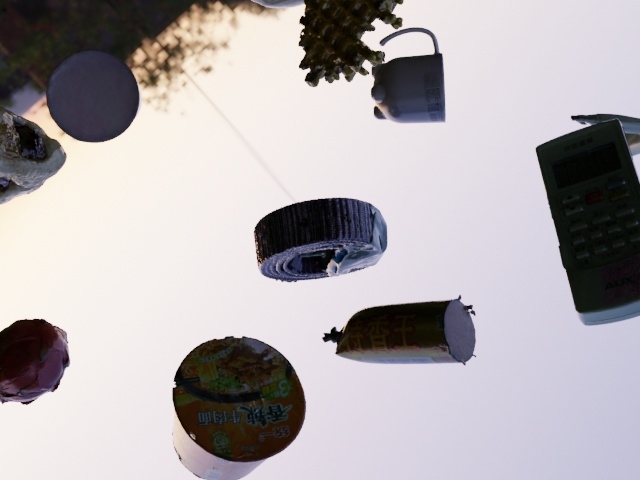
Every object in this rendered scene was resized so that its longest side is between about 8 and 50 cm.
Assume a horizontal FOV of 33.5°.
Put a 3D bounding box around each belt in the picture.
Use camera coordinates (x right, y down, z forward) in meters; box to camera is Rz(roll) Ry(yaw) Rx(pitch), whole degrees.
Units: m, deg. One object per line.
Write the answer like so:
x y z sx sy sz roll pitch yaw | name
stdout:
0.000 0.000 2.104 0.260 0.122 0.325 -4 164 -10 | belt

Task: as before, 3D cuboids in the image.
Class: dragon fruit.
-0.611 0.251 2.220 0.172 0.172 0.209 -18 -149 52 | dragon fruit

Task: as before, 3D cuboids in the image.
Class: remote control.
0.422 -0.032 1.592 0.145 0.050 0.344 -19 -132 17 | remote control

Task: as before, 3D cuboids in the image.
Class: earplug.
-0.422 -0.283 2.094 0.172 0.172 0.301 -41 -173 4 | earplug

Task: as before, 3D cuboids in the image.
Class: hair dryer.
0.584 -0.218 2.136 0.206 0.237 0.075 -27 -122 58 | hair dryer

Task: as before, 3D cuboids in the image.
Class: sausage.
0.137 0.172 2.017 0.317 0.117 0.125 -5 -123 36 | sausage

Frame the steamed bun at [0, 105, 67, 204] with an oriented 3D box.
-0.491 -0.132 1.696 0.172 0.155 0.141 -36 -120 51 | steamed bun

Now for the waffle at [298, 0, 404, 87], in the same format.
0.044 -0.380 1.777 0.228 0.051 0.232 -18 -109 45 | waffle

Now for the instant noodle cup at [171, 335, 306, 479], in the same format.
-0.155 0.305 1.831 0.230 0.230 0.182 -55 175 -36 | instant noodle cup

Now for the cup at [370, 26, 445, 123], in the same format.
0.170 -0.310 2.063 0.142 0.173 0.134 -1 -139 8 | cup

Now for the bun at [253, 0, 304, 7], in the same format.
-0.090 -0.551 1.885 0.146 0.287 0.287 -40 -166 45 | bun
